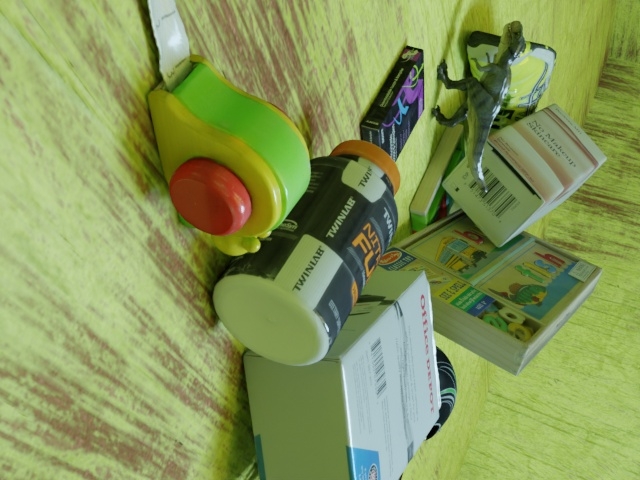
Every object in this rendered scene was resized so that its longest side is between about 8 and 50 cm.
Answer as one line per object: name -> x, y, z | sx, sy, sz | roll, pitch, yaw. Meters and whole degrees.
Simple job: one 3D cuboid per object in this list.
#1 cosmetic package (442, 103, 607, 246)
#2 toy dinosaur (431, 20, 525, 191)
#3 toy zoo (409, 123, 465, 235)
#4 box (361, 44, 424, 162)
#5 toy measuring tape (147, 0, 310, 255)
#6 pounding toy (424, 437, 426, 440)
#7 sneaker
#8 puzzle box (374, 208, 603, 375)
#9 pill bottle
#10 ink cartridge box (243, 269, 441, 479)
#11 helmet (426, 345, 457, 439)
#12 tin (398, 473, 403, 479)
cosmetic package -> 0.361, -0.121, 1.620 | 0.296, 0.153, 0.129 | -30, 164, -51
toy dinosaur -> 0.237, -0.218, 1.460 | 0.064, 0.118, 0.268 | -26, 131, -65
toy zoo -> 0.217, -0.050, 1.685 | 0.293, 0.030, 0.192 | 75, 37, -57
box -> 0.101, -0.167, 1.261 | 0.162, 0.029, 0.116 | -60, 157, -30
toy measuring tape -> -0.069, -0.104, 0.715 | 0.330, 0.121, 0.121 | 87, 27, -45
pounding toy -> 0.083, 0.283, 1.432 | 0.130, 0.141, 0.100 | 87, 27, -45
sneaker -> 0.336, -0.267, 1.660 | 0.384, 0.145, 0.147 | 15, 94, -69
puzzle box -> 0.267, 0.059, 1.484 | 0.409, 0.272, 0.052 | -26, 139, -56
pill bottle -> 0.000, 0.000, 0.971 | 0.130, 0.130, 0.246 | 86, 28, -46
ink cartridge box -> 0.040, 0.188, 1.173 | 0.307, 0.129, 0.223 | -35, 121, -61
helmet -> 0.150, 0.248, 1.559 | 0.161, 0.169, 0.169 | 29, 79, -53
tin -> 0.088, 0.366, 1.577 | 0.190, 0.106, 0.040 | 86, 21, -49
